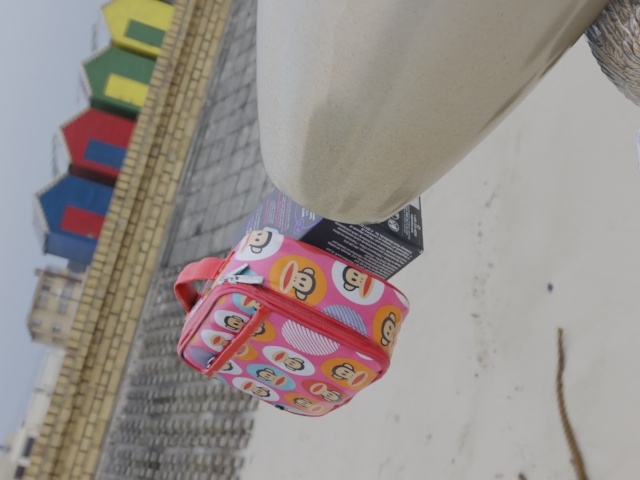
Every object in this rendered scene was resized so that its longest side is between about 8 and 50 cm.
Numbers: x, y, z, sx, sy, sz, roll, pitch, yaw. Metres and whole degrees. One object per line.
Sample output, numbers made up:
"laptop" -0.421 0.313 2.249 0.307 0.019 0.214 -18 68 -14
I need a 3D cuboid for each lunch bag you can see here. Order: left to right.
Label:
"lunch bag" -0.057 0.101 1.049 0.293 0.258 0.120 -50 15 58

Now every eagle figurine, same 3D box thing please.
"eagle figurine" 0.375 -0.128 0.821 0.226 0.298 0.225 19 104 45

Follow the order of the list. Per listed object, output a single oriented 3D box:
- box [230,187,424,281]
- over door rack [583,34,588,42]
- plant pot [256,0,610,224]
"box" 0.000 0.000 1.175 0.270 0.143 0.165 -41 31 38
"over door rack" 0.502 -0.276 1.068 0.324 0.239 0.108 -47 33 -10
"plant pot" 0.055 -0.154 0.631 0.256 0.257 0.274 -87 17 -50
